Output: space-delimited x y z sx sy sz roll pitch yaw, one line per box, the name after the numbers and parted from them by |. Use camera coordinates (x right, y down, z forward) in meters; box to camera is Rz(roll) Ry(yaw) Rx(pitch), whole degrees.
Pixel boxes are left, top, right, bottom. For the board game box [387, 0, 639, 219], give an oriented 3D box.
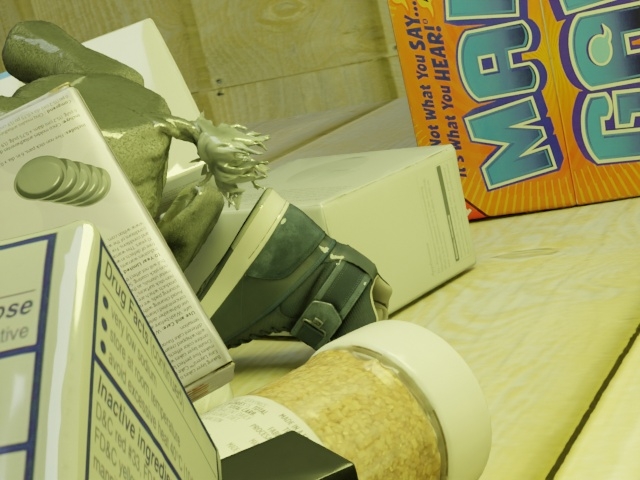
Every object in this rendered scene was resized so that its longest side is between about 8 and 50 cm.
0.313 -0.255 1.567 0.356 0.357 0.356 -9 12 18 | board game box

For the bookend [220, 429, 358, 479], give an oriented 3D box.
0.011 0.147 0.535 0.156 0.157 0.072 -19 14 -24 | bookend

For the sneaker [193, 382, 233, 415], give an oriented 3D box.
-0.126 0.115 0.973 0.080 0.094 0.212 -12 12 11 | sneaker

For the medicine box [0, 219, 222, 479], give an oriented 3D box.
-0.166 0.167 0.333 0.263 0.149 0.289 -12 48 7 | medicine box

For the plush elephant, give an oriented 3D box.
-0.208 -0.014 1.063 0.330 0.255 0.272 18 29 12 | plush elephant

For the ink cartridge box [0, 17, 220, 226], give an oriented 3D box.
-0.232 -0.072 1.385 0.198 0.197 0.270 -23 -21 -12 | ink cartridge box

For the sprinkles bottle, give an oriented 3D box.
-0.055 0.151 0.640 0.121 0.121 0.355 -1 15 43 | sprinkles bottle

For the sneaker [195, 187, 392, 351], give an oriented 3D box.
-0.035 0.078 1.088 0.226 0.163 0.086 -52 10 37 | sneaker

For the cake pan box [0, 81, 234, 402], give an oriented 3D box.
-0.230 0.054 0.850 0.267 0.246 0.070 -30 -16 -14 | cake pan box

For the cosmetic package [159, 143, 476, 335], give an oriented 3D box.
0.000 0.000 1.256 0.224 0.138 0.224 -2 15 42 | cosmetic package
